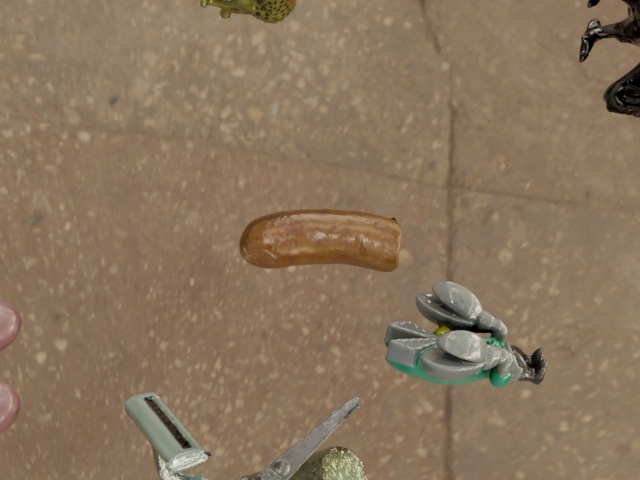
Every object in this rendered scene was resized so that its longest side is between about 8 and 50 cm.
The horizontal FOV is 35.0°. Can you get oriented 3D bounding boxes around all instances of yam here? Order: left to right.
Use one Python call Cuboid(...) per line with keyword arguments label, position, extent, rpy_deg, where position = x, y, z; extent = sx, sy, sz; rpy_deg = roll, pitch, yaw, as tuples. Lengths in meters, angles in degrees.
Cuboid(label="yam", position=(-0.053, 0.454, 1.709), extent=(0.268, 0.161, 0.161), rpy_deg=(-23, 68, 20))

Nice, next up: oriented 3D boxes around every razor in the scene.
Cuboid(label="razor", position=(-0.047, 0.182, 0.661), extent=(0.036, 0.084, 0.211), rpy_deg=(-44, 121, -9))

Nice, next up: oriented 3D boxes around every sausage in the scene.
Cuboid(label="sausage", position=(0.000, -0.002, 1.690), extent=(0.270, 0.109, 0.109), rpy_deg=(0, 66, -10))

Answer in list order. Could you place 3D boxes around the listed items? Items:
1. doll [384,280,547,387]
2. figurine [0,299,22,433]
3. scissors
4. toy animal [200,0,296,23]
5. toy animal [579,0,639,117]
Cuboid(label="doll", position=(0.235, 0.160, 1.671), extent=(0.258, 0.153, 0.195), rpy_deg=(-2, 26, -29))
Cuboid(label="figurine", position=(-0.580, 0.196, 1.461), extent=(0.211, 0.261, 0.270), rpy_deg=(21, 54, -43))
Cuboid(label="scissors", position=(-0.077, 0.343, 1.429), extent=(0.360, 0.029, 0.191), rpy_deg=(-41, 87, -5))
Cuboid(label="toy animal", position=(-0.065, -0.257, 1.026), extent=(0.136, 0.181, 0.073), rpy_deg=(24, 78, 14))
Cuboid(label="toy animal", position=(0.346, -0.215, 0.984), extent=(0.116, 0.218, 0.179), rpy_deg=(-19, 38, -37))
